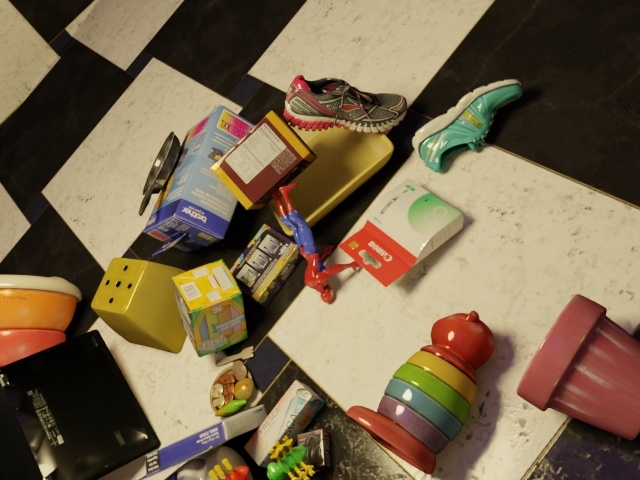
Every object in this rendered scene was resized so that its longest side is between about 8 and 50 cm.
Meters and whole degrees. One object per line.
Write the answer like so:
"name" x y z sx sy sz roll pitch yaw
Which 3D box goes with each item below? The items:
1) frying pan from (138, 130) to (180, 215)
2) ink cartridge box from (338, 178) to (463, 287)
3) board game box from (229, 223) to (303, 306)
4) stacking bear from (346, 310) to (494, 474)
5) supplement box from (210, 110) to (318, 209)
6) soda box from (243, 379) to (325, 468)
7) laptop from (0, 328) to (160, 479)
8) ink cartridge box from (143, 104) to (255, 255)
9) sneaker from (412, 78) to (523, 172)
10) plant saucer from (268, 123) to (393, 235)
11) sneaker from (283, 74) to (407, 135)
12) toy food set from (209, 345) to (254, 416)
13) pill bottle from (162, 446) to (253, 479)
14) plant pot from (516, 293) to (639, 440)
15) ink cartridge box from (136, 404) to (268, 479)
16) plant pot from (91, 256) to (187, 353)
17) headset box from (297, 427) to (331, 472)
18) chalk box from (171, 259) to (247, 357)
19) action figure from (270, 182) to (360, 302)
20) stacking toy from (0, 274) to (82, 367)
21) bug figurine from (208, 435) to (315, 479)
"frying pan" -0.425 -0.189 1.756 0.197 0.053 0.326 -61 23 11
"ink cartridge box" 0.169 -0.023 1.422 0.225 0.056 0.181 -35 46 -15
"board game box" -0.137 0.060 1.628 0.141 0.048 0.170 32 83 40
"stacking bear" 0.212 0.260 1.198 0.164 0.175 0.289 22 70 43
"supplement box" -0.127 -0.185 1.544 0.194 0.191 0.129 -42 89 6
"soda box" -0.076 0.389 1.375 0.063 0.058 0.183 34 85 43
"laptop" -0.670 0.500 1.630 0.408 0.236 0.382 -23 57 -29
"ink cartridge box" -0.324 -0.128 1.746 0.270 0.151 0.395 -17 52 57
"sneaker" 0.344 -0.258 1.478 0.275 0.107 0.110 -37 67 17
"plant saucer" 0.000 -0.197 1.670 0.333 0.081 0.333 -39 48 7
"sneaker" 0.067 -0.321 1.528 0.299 0.112 0.120 -4 41 -19
"toy food set" -0.208 0.343 1.507 0.132 0.038 0.192 -23 52 22
"pill bottle" -0.275 0.551 1.349 0.272 0.152 0.152 -39 48 9
"plant pot" 0.445 0.213 1.046 0.180 0.201 0.201 31 83 27
"ink cartridge box" -0.251 0.421 1.362 0.223 0.224 0.045 -29 78 21
"plant pot" -0.459 0.150 1.700 0.212 0.187 0.212 4 65 36
"headset box" -0.013 0.425 1.327 0.062 0.032 0.083 -20 55 24
"chalk box" -0.259 0.178 1.559 0.132 0.213 0.132 -21 46 -20
"action figure" 0.000 0.000 1.504 0.091 0.139 0.280 -18 90 65
"stacking toy" -0.862 0.347 1.822 0.351 0.351 0.479 -11 73 29
"bug figurine" -0.079 0.512 1.234 0.216 0.072 0.279 -35 81 -10
